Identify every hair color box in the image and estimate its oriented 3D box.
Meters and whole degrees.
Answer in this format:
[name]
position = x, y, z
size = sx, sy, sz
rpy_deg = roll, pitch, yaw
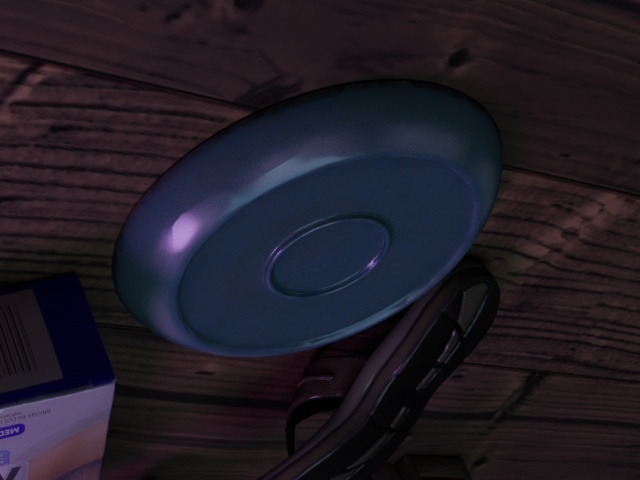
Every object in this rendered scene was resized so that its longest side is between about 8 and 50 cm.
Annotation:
[hair color box]
position = -0.272, 0.178, 1.336
size = 0.185, 0.110, 0.339
rpy_deg = -12, 149, -20

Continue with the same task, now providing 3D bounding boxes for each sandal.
[sandal]
position = 0.036, 0.127, 1.493
size = 0.303, 0.086, 0.120
rpy_deg = -50, 152, 10

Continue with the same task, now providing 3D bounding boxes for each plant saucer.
[plant saucer]
position = 0.000, 0.000, 1.306
size = 0.317, 0.044, 0.318
rpy_deg = -17, 148, -11

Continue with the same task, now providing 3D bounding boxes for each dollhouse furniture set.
[dollhouse furniture set]
position = 0.095, 0.271, 1.697
size = 0.183, 0.129, 0.129
rpy_deg = 9, 137, -40
